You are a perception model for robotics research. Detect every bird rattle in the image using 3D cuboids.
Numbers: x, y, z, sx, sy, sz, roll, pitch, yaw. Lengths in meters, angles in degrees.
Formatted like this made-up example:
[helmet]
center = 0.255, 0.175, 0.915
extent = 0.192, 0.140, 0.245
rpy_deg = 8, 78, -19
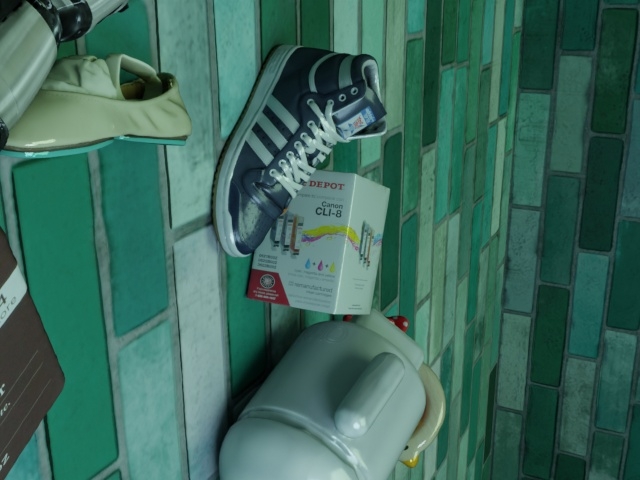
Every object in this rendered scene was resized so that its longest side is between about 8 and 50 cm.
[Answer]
[bird rattle]
center = 0.096, 0.242, 1.245
extent = 0.254, 0.207, 0.143
rpy_deg = -60, 167, -20

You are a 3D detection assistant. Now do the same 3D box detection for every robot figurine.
[robot figurine]
center = 0.004, 0.245, 1.018
extent = 0.353, 0.199, 0.300
rpy_deg = -51, 177, -42

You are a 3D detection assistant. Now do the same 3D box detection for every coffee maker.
[coffee maker]
center = -0.223, -0.169, 0.506
extent = 0.178, 0.120, 0.171
rpy_deg = -65, 150, -32

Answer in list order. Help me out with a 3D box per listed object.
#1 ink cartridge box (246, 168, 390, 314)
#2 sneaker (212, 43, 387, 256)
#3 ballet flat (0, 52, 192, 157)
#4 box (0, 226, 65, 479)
[ink cartridge box]
center = 0.000, 0.000, 1.024
extent = 0.127, 0.128, 0.176
rpy_deg = 14, 84, -65
[sneaker]
center = -0.017, -0.106, 0.923
extent = 0.099, 0.153, 0.282
rpy_deg = 50, 54, -58
[ballet flat]
center = -0.184, -0.115, 0.654
extent = 0.248, 0.086, 0.086
rpy_deg = -28, 123, -71
[box]
center = -0.245, 0.060, 0.357
extent = 0.203, 0.167, 0.168
rpy_deg = 103, 13, -57
